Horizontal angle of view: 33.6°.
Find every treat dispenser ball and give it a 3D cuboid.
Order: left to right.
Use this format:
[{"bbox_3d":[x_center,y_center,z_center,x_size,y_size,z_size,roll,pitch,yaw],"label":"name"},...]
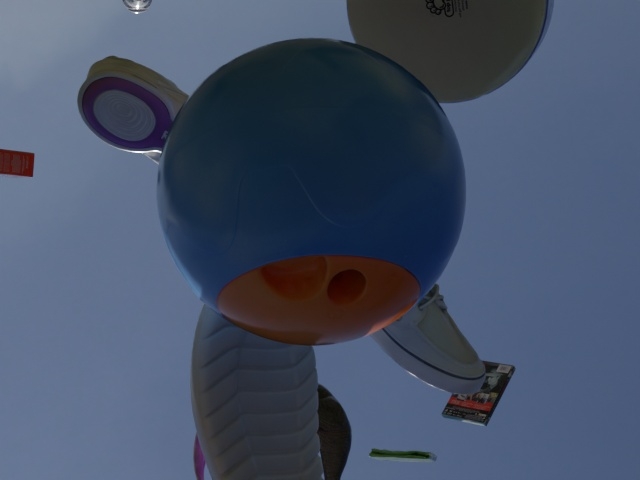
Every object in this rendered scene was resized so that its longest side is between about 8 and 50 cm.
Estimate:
[{"bbox_3d":[-0.008,-0.044,0.994,0.288,0.288,0.288,-11,-154,6],"label":"treat dispenser ball"}]

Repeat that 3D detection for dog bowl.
[{"bbox_3d":[0.171,-0.317,1.396,0.265,0.264,0.104,-5,-165,17],"label":"dog bowl"}]

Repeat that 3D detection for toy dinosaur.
[{"bbox_3d":[-0.028,0.260,1.591,0.160,0.121,0.314,-25,-137,-34],"label":"toy dinosaur"}]

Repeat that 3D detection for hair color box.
[{"bbox_3d":[-0.554,-0.131,1.753,0.141,0.043,0.072,6,177,-38],"label":"hair color box"}]

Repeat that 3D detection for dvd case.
[{"bbox_3d":[0.264,0.252,1.766,0.087,0.013,0.119,4,-129,42],"label":"dvd case"}]

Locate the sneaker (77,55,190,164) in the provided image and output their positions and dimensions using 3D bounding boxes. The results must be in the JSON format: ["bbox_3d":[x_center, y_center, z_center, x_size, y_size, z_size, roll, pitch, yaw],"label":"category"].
[{"bbox_3d":[-0.156,-0.132,1.315,0.114,0.305,0.152,-47,-155,15],"label":"sneaker"}]

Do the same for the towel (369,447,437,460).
[{"bbox_3d":[0.153,0.390,1.937,0.113,0.023,0.152,-1,166,10],"label":"towel"}]

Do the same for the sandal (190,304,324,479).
[{"bbox_3d":[-0.080,0.240,1.191,0.102,0.416,0.169,-5,-174,45],"label":"sandal"}]

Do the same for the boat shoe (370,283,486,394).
[{"bbox_3d":[0.098,0.074,1.243,0.258,0.084,0.095,40,-146,22],"label":"boat shoe"}]

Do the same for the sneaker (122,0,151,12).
[{"bbox_3d":[-0.250,-0.394,1.458,0.054,0.152,0.061,-4,173,-12],"label":"sneaker"}]
